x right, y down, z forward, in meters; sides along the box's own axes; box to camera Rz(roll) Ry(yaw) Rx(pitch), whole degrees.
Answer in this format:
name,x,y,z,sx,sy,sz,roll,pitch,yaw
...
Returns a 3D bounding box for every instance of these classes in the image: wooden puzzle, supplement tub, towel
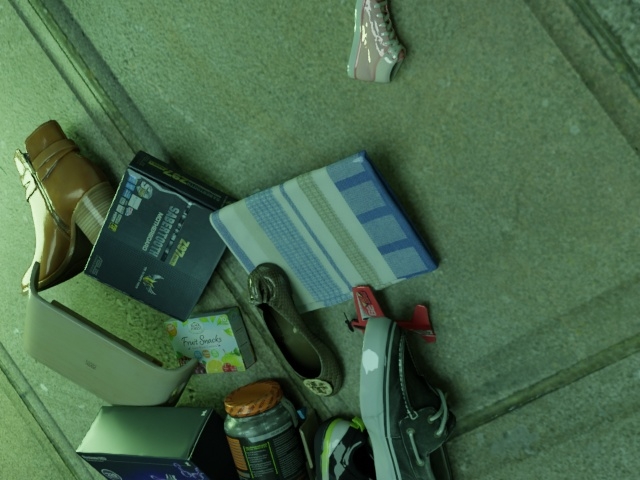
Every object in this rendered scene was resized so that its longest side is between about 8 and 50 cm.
name,x,y,z,sx,sy,sz,roll,pitch,yaw
wooden puzzle,-0.014,0.311,1.248,0.014,0.078,0.116,-11,95,19
supplement tub,-0.083,0.328,1.269,0.117,0.117,0.190,-6,104,33
towel,0.000,0.000,1.109,0.285,0.034,0.209,-20,117,35

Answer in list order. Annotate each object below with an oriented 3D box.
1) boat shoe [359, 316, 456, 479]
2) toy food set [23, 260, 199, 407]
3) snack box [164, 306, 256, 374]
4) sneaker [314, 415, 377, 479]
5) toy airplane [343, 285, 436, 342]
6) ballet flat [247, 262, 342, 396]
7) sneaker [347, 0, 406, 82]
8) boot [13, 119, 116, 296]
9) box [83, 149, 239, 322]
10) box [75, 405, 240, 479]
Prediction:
name,x,y,z,sx,sy,sz,roll,pitch,yaw
boat shoe,0.131,0.245,1.115,0.119,0.121,0.335,-1,124,18
toy food set,-0.361,0.174,1.345,0.306,0.092,0.219,30,141,-2
snack box,-0.183,0.167,1.316,0.141,0.037,0.100,-11,101,34
sneaker,0.052,0.382,1.228,0.097,0.084,0.234,0,108,30
toy airplane,0.099,0.118,1.129,0.151,0.028,0.151,18,133,21
ballet flat,-0.041,0.145,1.179,0.084,0.058,0.250,-11,120,29
sneaker,0.078,-0.259,0.991,0.070,0.051,0.134,21,121,21
boot,-0.471,-0.048,1.364,0.283,0.109,0.220,-38,87,34
box,-0.244,-0.001,1.240,0.183,0.059,0.232,27,124,-8
box,-0.252,0.372,1.355,0.261,0.103,0.184,-7,130,33
